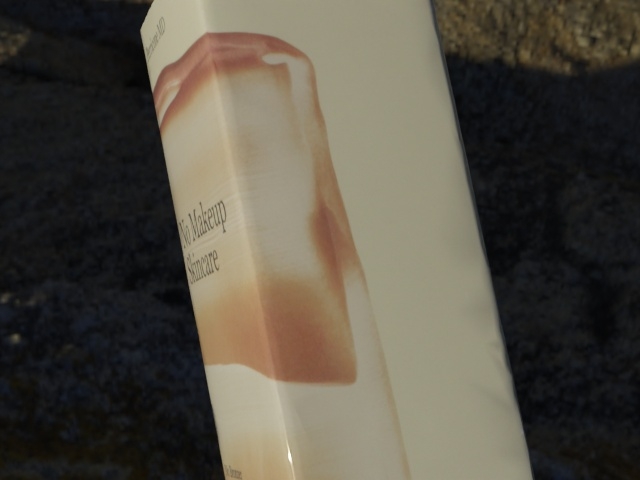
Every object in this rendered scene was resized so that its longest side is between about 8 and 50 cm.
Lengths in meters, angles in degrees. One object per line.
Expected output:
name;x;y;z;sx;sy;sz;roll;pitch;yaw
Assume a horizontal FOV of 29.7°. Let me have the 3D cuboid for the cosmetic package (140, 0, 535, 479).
cosmetic package;0.000;0.000;0.650;0.129;0.153;0.296;-9;84;-18
